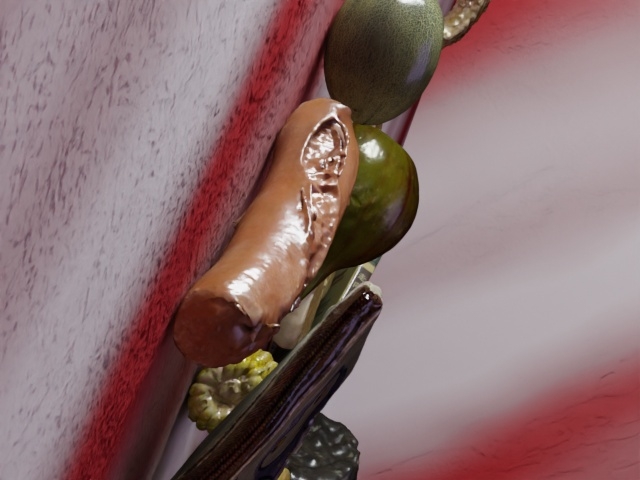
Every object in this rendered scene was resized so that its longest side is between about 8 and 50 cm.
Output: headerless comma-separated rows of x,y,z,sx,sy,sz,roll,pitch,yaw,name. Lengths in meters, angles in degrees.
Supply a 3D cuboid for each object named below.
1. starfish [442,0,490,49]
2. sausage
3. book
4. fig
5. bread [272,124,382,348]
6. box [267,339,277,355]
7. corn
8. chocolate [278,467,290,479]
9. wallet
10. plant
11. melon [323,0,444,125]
0.149,-0.359,1.862,0.384,0.132,0.398,66,41,-78,starfish
-0.031,-0.005,1.480,0.327,0.079,0.087,-63,147,-55,sausage
-0.012,0.108,2.195,0.231,0.026,0.161,-60,-168,-31,book
0.000,0.000,1.806,0.236,0.124,0.124,-55,173,-15,fig
0.008,-0.029,2.074,0.316,0.054,0.316,20,90,-87,bread
-0.046,0.124,2.363,0.156,0.022,0.089,107,7,-51,box
-0.073,0.130,1.704,0.085,0.063,0.165,-63,176,-4,corn
-0.137,0.410,1.834,0.162,0.162,0.445,100,7,-71,chocolate
-0.064,0.174,1.513,0.335,0.068,0.275,-48,177,-10,wallet
-0.061,0.359,2.310,0.194,0.181,0.321,-63,168,-58,plant
0.052,-0.161,1.660,0.131,0.098,0.098,-65,177,11,melon
